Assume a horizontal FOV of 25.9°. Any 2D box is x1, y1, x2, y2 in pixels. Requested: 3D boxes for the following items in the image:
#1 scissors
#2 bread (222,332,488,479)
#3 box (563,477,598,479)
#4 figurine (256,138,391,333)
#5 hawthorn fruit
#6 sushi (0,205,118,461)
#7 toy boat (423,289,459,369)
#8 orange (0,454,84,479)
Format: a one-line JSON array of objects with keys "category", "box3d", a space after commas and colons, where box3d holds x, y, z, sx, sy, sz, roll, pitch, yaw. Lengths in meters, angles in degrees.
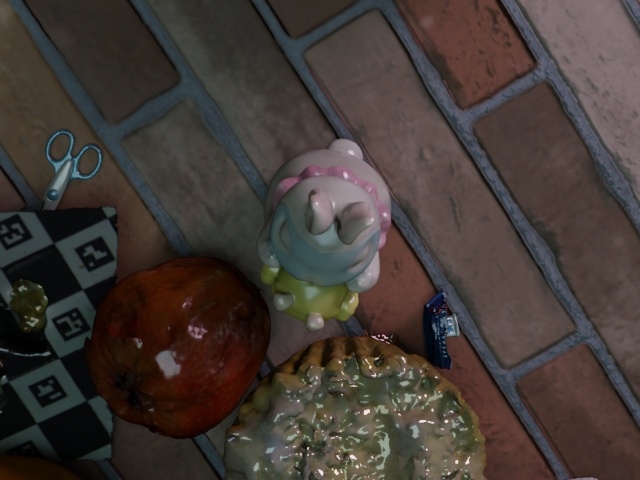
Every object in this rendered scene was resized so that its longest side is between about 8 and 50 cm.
[{"category": "scissors", "box3d": [-0.262, -0.049, 1.382, 0.058, 0.014, 0.119, 27, 100, -4]}, {"category": "bread", "box3d": [0.034, 0.224, 1.369, 0.274, 0.149, 0.274, 0, 104, -2]}, {"category": "box", "box3d": [0.251, 0.387, 1.312, 0.095, 0.330, 0.210, -9, 104, 4]}, {"category": "figurine", "box3d": [0.000, 0.000, 1.272, 0.127, 0.235, 0.155, 30, 103, -5]}, {"category": "hawthorn fruit", "box3d": [-0.139, 0.096, 1.336, 0.173, 0.173, 0.179, 19, 68, -3]}, {"category": "sushi", "box3d": [-0.347, 0.087, 1.389, 0.294, 0.059, 0.292, 0, 117, -7]}, {"category": "toy boat", "box3d": [0.123, 0.090, 1.396, 0.038, 0.038, 0.083, -5, 105, 3]}, {"category": "orange", "box3d": [-0.317, 0.329, 1.394, 0.249, 0.183, 0.249, -1, 102, -6]}]
